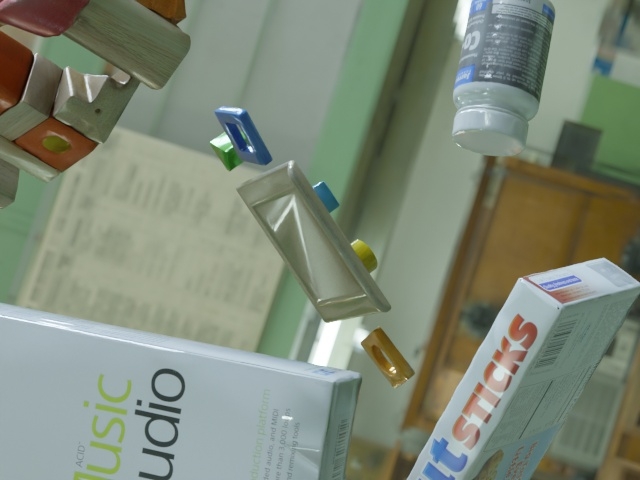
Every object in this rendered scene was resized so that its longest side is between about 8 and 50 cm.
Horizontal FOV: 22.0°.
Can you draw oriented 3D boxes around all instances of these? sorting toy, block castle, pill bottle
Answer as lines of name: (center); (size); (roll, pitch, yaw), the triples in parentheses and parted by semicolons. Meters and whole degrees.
sorting toy: (0.000, 0.000, 1.721); (0.047, 0.347, 0.196); (-35, 7, -18)
block castle: (-0.312, -0.210, 1.439); (0.453, 0.213, 0.303); (-26, 46, 41)
pill bottle: (0.160, -0.149, 1.461); (0.078, 0.078, 0.137); (84, -163, -73)

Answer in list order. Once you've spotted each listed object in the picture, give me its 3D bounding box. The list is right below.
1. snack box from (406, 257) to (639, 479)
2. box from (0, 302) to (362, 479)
snack box: (0.052, 0.087, 0.582); (0.064, 0.022, 0.178); (-10, -48, -55)
box: (-0.147, 0.167, 1.018); (0.058, 0.322, 0.232); (2, -84, -69)
